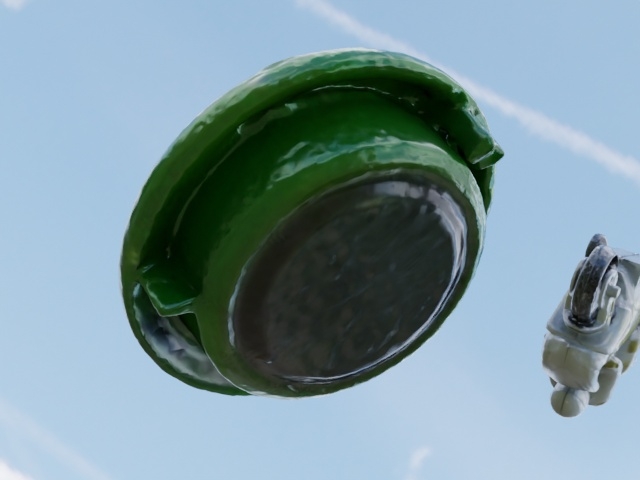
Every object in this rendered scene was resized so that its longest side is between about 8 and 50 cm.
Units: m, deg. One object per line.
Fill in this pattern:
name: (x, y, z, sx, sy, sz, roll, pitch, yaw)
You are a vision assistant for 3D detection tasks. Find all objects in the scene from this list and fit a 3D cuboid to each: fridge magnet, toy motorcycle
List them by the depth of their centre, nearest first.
fridge magnet: (0.000, 0.000, 0.798, 0.088, 0.208, 0.208, 53, -21, 42)
toy motorcycle: (0.230, 0.074, 1.311, 0.074, 0.151, 0.229, 20, 3, 21)
